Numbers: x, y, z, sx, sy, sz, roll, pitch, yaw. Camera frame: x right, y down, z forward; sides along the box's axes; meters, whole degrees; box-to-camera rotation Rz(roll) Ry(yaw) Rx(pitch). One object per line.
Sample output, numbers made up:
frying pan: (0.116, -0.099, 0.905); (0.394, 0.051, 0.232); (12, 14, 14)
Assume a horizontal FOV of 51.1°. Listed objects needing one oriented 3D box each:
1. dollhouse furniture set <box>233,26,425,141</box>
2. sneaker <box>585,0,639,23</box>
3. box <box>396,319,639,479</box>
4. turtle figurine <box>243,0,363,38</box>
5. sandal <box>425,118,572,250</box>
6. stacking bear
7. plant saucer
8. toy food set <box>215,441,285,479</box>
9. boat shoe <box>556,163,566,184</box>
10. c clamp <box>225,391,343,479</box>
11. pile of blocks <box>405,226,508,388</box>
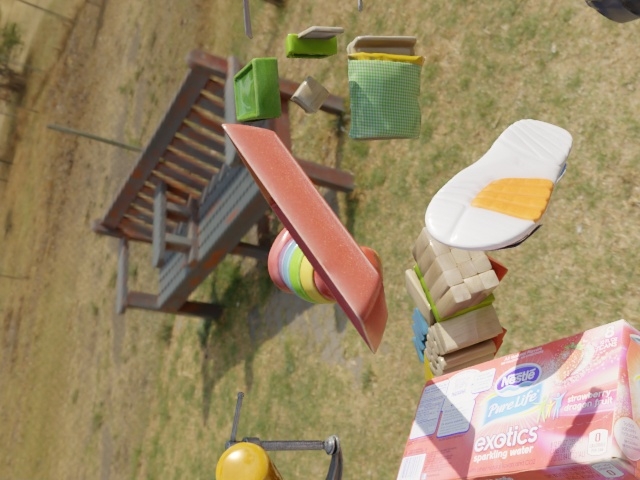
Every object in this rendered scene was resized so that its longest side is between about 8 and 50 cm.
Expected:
dollhouse furniture set: (0.019, -0.109, 0.470); (0.058, 0.151, 0.076); (-168, 74, -68)
sneaker: (0.231, -0.275, 0.489); (0.086, 0.163, 0.226); (-161, 86, -71)
box: (0.239, 0.219, 0.726); (0.300, 0.142, 0.154); (-35, 24, 49)
turtle figurine: (-0.039, -0.444, 0.892); (0.197, 0.266, 0.275); (28, 83, 42)
sandal: (0.205, -0.045, 0.727); (0.102, 0.265, 0.076); (25, 135, 26)
stacking bear: (0.024, 0.059, 1.392); (0.289, 0.164, 0.175); (11, 130, 58)
plant saucer: (0.000, 0.000, 0.778); (0.047, 0.259, 0.258); (-34, 72, -4)
toy food set: (-0.092, 0.263, 0.451); (0.111, 0.105, 0.232); (2, 55, 15)
boat shoe: (0.301, -0.055, 1.003); (0.066, 0.183, 0.066); (43, 161, 18)
c clamp: (-0.036, 0.241, 0.726); (0.022, 0.160, 0.137); (23, 96, 59)
pile of blocks: (0.203, 0.110, 0.960); (0.362, 0.112, 0.149); (83, 166, -45)
